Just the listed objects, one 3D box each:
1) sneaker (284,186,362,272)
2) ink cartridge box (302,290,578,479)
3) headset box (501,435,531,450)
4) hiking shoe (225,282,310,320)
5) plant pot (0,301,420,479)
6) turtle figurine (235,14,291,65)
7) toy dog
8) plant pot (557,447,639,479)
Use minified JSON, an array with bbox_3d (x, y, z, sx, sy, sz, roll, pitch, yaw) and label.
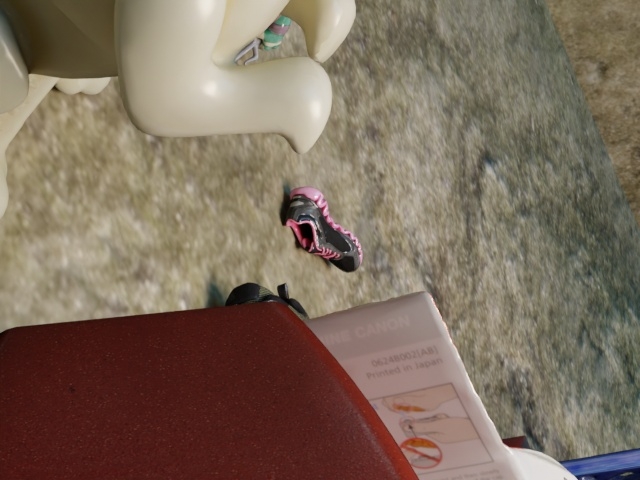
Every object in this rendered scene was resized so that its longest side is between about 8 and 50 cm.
[{"bbox_3d":[0.000,0.000,1.246,0.119,0.047,0.057,50,42,-29],"label":"sneaker"},{"bbox_3d":[0.030,0.198,0.892,0.385,0.308,0.091,61,29,-25],"label":"ink cartridge box"},{"bbox_3d":[0.203,0.383,1.371,0.218,0.110,0.293,69,27,-13],"label":"headset box"},{"bbox_3d":[-0.066,0.099,1.034,0.114,0.086,0.227,63,20,5],"label":"hiking shoe"},{"bbox_3d":[-0.086,0.186,0.672,0.235,0.267,0.267,-106,-165,-46],"label":"plant pot"},{"bbox_3d":[-0.069,-0.267,1.169,0.175,0.118,0.234,51,29,-40],"label":"turtle figurine"},{"bbox_3d":[-0.099,-0.241,0.745,0.395,0.408,0.284,66,27,-19],"label":"toy dog"},{"bbox_3d":[0.357,0.364,1.303,0.212,0.236,0.236,35,46,-61],"label":"plant pot"}]
